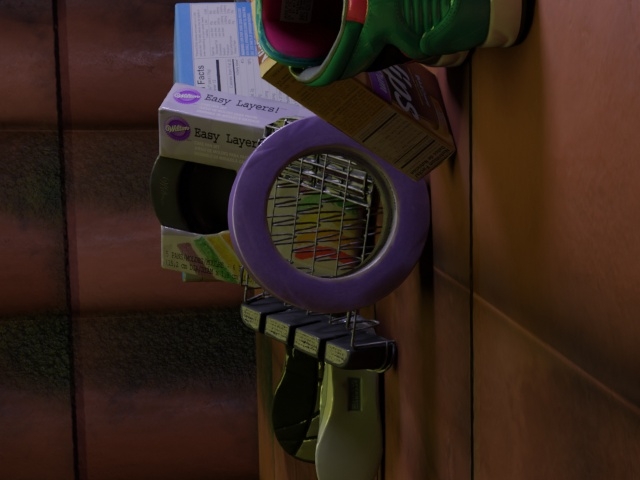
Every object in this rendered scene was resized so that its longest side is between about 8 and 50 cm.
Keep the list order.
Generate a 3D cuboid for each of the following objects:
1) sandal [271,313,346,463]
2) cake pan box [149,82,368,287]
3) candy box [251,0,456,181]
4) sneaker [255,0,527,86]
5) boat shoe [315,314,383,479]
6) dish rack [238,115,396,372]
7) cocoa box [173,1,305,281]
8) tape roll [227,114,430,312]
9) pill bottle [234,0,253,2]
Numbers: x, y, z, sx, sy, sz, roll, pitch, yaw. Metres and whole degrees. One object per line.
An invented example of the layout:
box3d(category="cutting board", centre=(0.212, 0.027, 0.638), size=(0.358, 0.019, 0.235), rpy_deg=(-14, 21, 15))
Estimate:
box3d(category="sandal", centre=(0.003, 0.161, 1.838), size=(0.086, 0.120, 0.302), rpy_deg=(-35, -50, -65))
box3d(category="cake pan box", centre=(-0.072, -0.054, 1.658), size=(0.070, 0.267, 0.245), rpy_deg=(-64, -16, -53))
box3d(category="candy box", centre=(0.029, -0.141, 1.168), size=(0.053, 0.187, 0.109), rpy_deg=(-39, 38, 26))
box3d(category="sneaker", centre=(0.037, -0.179, 1.051), size=(0.295, 0.178, 0.123), rpy_deg=(-151, 59, -82))
box3d(category="boat shoe", centre=(0.038, 0.198, 1.638), size=(0.081, 0.079, 0.227), rpy_deg=(-77, -9, -81))
box3d(category="dish rack", centre=(0.000, 0.000, 1.525), size=(0.208, 0.074, 0.271), rpy_deg=(19, 109, 43))
box3d(category="cocoa box", centre=(-0.086, -0.130, 1.876), size=(0.347, 0.228, 0.231), rpy_deg=(97, 168, -53))
box3d(category="tape roll", centre=(0.007, -0.025, 1.314), size=(0.080, 0.189, 0.189), rpy_deg=(180, 87, -84))
box3d(category="pill bottle", centre=(-0.073, -0.393, 2.101), size=(0.245, 0.130, 0.130), rpy_deg=(-112, 21, -69))
